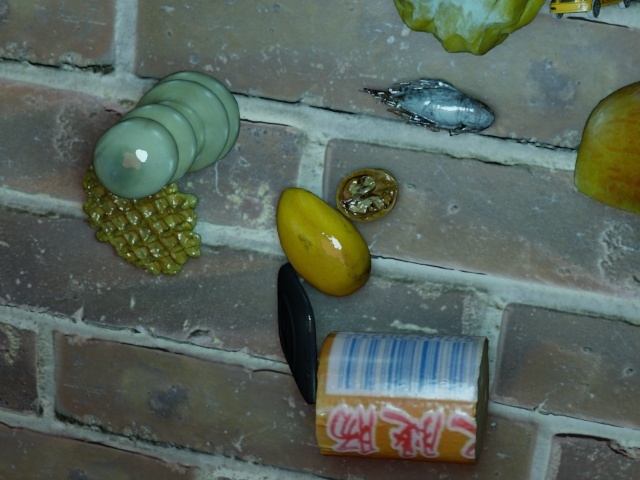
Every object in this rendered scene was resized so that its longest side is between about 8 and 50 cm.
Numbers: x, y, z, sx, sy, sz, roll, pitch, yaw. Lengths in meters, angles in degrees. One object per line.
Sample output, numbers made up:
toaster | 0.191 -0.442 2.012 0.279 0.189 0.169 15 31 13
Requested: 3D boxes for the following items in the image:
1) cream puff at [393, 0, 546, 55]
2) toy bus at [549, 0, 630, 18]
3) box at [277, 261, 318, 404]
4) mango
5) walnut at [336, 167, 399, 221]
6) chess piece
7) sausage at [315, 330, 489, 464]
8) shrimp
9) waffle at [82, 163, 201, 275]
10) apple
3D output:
cream puff | 0.231 -0.450 1.652 0.274 0.270 0.323 -18 98 51
toy bus | 0.408 -0.377 1.657 0.070 0.162 0.074 7 110 39
box | -0.041 0.165 1.968 0.042 0.201 0.212 -8 119 -13
mango | 0.000 0.000 1.936 0.145 0.112 0.219 -34 93 44
walnut | 0.087 -0.084 1.912 0.121 0.052 0.091 -18 99 26
chess piece | -0.263 -0.162 1.811 0.182 0.330 0.182 5 111 12
sausage | 0.150 0.275 1.947 0.287 0.233 0.233 1 112 11
shrimp | 0.176 -0.229 1.826 0.233 0.079 0.090 15 78 10
waffle | -0.323 -0.038 1.998 0.243 0.058 0.237 24 131 8
apple | 0.578 -0.134 1.726 0.346 0.179 0.254 4 76 11
